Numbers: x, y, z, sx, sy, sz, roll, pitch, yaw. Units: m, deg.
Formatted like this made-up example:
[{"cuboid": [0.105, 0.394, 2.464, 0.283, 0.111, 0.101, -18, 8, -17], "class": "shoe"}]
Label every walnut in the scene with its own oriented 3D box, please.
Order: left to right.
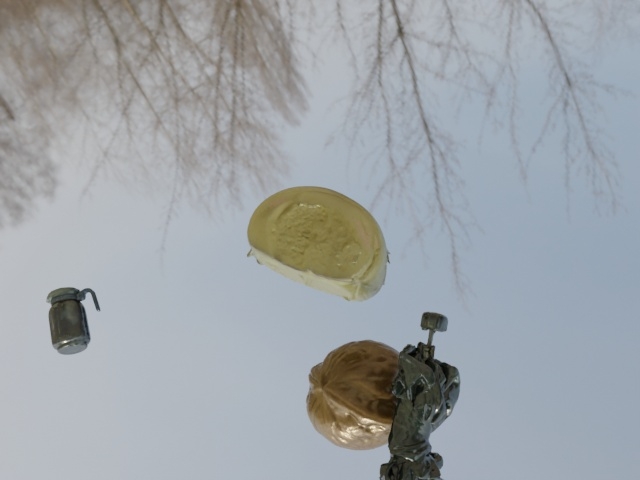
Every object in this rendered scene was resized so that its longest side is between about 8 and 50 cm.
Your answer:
[{"cuboid": [0.079, 0.304, 1.625, 0.228, 0.228, 0.228, -23, -154, 12], "class": "walnut"}]

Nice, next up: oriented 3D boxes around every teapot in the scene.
[{"cuboid": [-0.324, 0.101, 1.076, 0.063, 0.049, 0.083, -29, -115, 29], "class": "teapot"}]

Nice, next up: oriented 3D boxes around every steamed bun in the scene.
[{"cuboid": [0.000, 0.000, 1.524, 0.272, 0.232, 0.166, 19, -99, 14], "class": "steamed bun"}]

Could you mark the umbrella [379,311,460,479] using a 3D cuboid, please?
[{"cuboid": [0.185, 0.302, 1.490, 0.094, 0.143, 0.349, 5, -100, 41], "class": "umbrella"}]
